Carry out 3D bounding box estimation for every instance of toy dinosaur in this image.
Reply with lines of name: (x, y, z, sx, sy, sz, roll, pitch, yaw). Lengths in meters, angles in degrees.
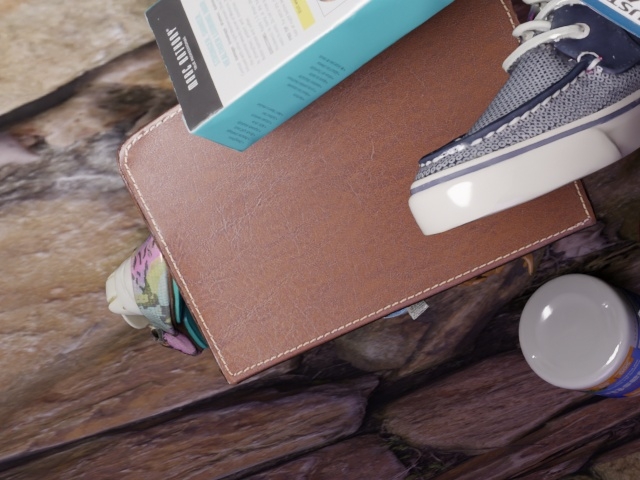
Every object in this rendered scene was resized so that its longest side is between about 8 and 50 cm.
toy dinosaur: (0.174, 0.016, 1.307, 0.112, 0.064, 0.211, -12, 154, -19)

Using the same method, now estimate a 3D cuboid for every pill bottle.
pill bottle: (0.392, 0.138, 1.639, 0.152, 0.152, 0.272, -34, 153, 24)

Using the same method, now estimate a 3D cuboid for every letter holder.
letter holder: (0.020, -0.064, 0.923, 0.301, 0.214, 0.152, -24, -163, 4)

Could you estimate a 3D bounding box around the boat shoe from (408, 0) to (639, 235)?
boat shoe: (0.162, -0.133, 0.787, 0.340, 0.158, 0.127, -29, -175, -35)

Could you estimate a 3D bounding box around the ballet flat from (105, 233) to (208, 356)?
ballet flat: (-0.153, 0.054, 1.108, 0.079, 0.077, 0.221, -2, 156, 3)

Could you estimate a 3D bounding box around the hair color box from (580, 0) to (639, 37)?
hair color box: (0.228, -0.273, 0.602, 0.174, 0.105, 0.347, -47, 163, -24)

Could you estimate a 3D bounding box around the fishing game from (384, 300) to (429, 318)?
fishing game: (0.070, 0.029, 1.016, 0.264, 0.041, 0.189, -24, -163, 11)

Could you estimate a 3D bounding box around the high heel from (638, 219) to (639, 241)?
high heel: (0.378, -0.104, 1.164, 0.181, 0.127, 0.377, -11, 142, -34)

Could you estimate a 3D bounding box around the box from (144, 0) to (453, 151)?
box: (0.009, -0.164, 0.743, 0.244, 0.101, 0.060, -33, 155, 23)

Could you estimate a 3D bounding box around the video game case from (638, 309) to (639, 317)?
video game case: (0.499, 0.025, 1.462, 0.269, 0.061, 0.244, -54, 155, -2)
